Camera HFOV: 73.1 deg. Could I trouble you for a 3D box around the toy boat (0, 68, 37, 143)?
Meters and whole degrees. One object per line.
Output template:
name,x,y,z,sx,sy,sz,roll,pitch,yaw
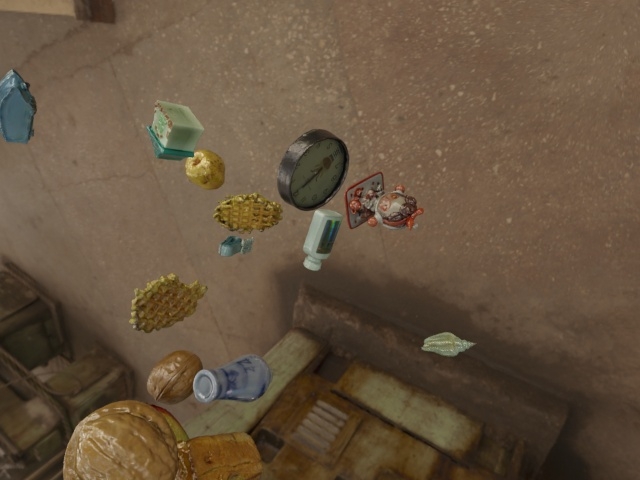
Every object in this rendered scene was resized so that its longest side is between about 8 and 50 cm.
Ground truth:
toy boat,-0.953,-0.420,1.350,0.238,0.109,0.098,-56,50,40

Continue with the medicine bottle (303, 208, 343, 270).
medicine bottle,0.000,0.000,1.626,0.083,0.121,0.228,32,111,36

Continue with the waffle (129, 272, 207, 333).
waffle,-0.592,0.238,1.674,0.058,0.301,0.281,43,114,31

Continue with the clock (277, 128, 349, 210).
clock,-0.011,-0.149,0.944,0.040,0.184,0.184,37,133,35

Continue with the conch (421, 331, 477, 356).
conch,0.429,0.342,1.448,0.180,0.088,0.065,-4,144,13

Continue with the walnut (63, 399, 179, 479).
walnut,-0.466,0.508,1.012,0.224,0.257,0.257,-24,100,52

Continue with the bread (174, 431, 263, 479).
bread,-0.306,0.645,1.245,0.132,0.294,0.167,-45,56,10

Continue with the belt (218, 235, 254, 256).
belt,-0.326,0.026,1.647,0.100,0.179,0.065,14,105,4

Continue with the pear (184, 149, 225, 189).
pear,-0.479,-0.290,1.814,0.178,0.178,0.178,17,124,27

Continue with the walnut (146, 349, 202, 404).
walnut,-0.525,0.496,1.566,0.167,0.207,0.167,19,134,21

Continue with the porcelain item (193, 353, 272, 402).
porcelain item,-0.243,0.406,1.258,0.141,0.259,0.141,-7,77,31

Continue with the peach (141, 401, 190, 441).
peach,-0.570,0.723,1.310,0.310,0.335,0.406,-34,84,14

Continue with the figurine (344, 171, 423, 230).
figurine,0.224,-0.099,1.400,0.226,0.183,0.160,28,139,44

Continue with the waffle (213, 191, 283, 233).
waffle,-0.303,-0.108,1.829,0.281,0.060,0.262,-25,139,26

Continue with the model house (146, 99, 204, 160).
model house,-0.410,-0.289,1.198,0.127,0.100,0.149,51,125,29
